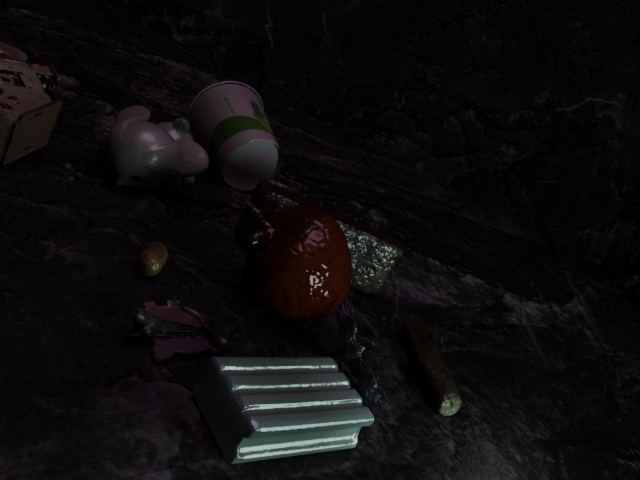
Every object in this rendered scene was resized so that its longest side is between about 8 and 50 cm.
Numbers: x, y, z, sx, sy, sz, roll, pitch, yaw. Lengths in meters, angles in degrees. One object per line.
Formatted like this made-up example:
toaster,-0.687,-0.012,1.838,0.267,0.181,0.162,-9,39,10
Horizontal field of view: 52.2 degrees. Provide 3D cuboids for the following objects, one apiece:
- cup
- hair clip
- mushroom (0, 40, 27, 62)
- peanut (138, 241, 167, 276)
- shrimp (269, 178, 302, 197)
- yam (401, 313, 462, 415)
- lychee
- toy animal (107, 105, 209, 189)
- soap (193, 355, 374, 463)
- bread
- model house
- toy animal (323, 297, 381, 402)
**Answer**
cup,-0.248,-0.302,1.948,0.253,0.253,0.274,12,35,-39
hair clip,-0.265,0.154,1.156,0.187,0.056,0.146,17,22,-52
mushroom,-0.885,-0.440,1.551,0.350,0.128,0.128,-1,36,-41
peanut,-0.337,0.035,1.315,0.054,0.054,0.113,25,19,-12
shrimp,-0.141,-0.158,2.021,0.178,0.034,0.124,27,24,-4
yam,0.252,0.278,1.511,0.067,0.071,0.317,-12,31,-4
lychee,-0.053,0.037,1.412,0.300,0.255,0.255,56,7,-30
toy animal,-0.404,-0.225,1.634,0.249,0.174,0.289,22,21,-18
soap,-0.058,0.274,1.087,0.265,0.087,0.160,10,29,-43
bread,0.000,0.000,1.671,0.417,0.165,0.113,22,21,-17
model house,-0.702,-0.276,1.408,0.326,0.169,0.244,-1,45,-51
toy animal,0.065,0.228,1.335,0.062,0.108,0.220,4,68,-56
